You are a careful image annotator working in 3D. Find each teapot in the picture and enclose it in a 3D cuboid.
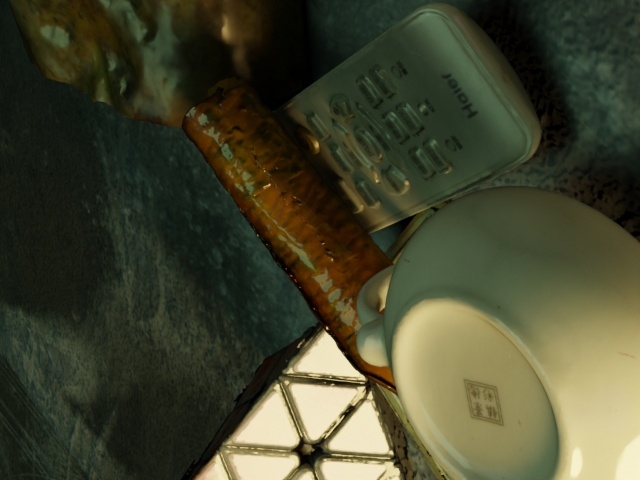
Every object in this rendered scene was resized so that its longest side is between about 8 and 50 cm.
[{"bbox_3d":[0.125,0.060,0.873,0.298,0.139,0.204,20,131,44],"label":"teapot"}]

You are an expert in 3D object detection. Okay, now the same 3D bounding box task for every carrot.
[{"bbox_3d":[0.000,0.000,1.035,0.260,0.070,0.070,53,151,-3],"label":"carrot"}]

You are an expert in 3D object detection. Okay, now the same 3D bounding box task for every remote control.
[{"bbox_3d":[0.042,-0.072,1.007,0.109,0.055,0.313,53,155,-6],"label":"remote control"}]

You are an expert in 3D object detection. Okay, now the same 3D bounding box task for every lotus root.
[{"bbox_3d":[-0.142,-0.240,1.081,0.267,0.149,0.260,33,139,38],"label":"lotus root"}]

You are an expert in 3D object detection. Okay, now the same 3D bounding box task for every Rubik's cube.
[{"bbox_3d":[-0.008,0.194,1.206,0.178,0.190,0.211,42,161,-1],"label":"Rubik's cube"}]

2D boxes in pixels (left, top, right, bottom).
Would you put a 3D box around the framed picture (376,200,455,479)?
[{"bbox_3d":[0.113,0.122,1.073,0.274,0.017,0.217,57,149,14],"label":"framed picture"}]
